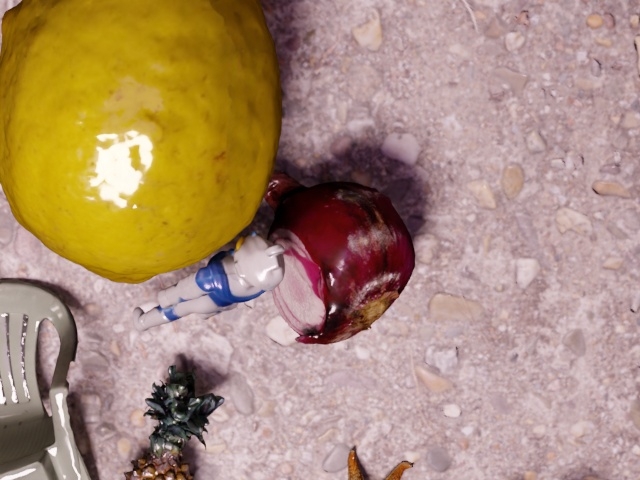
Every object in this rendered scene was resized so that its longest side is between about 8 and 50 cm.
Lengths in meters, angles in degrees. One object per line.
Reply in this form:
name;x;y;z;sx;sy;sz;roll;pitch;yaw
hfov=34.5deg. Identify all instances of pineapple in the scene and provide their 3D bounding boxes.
pineapple;-0.169;0.247;1.106;0.083;0.103;0.221;16;104;-3

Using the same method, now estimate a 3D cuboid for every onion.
onion;0.014;-0.002;1.041;0.135;0.198;0.173;-10;150;-30

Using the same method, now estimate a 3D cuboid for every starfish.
starfish;0.060;0.303;1.151;0.130;0.041;0.133;41;100;-10

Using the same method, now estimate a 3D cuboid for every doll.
doll;-0.091;0.040;1.004;0.114;0.227;0.057;-2;75;-37

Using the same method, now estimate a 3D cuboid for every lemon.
lemon;-0.163;-0.122;0.933;0.286;0.285;0.316;15;137;-4

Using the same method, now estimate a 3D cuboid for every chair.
chair;-0.336;0.204;1.068;0.204;0.190;0.274;-8;111;0
